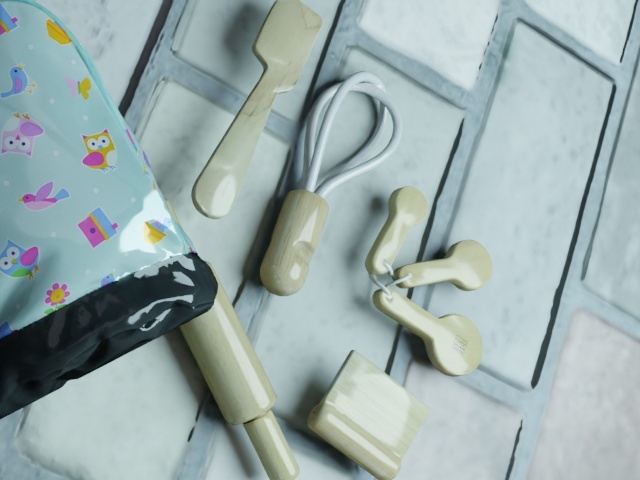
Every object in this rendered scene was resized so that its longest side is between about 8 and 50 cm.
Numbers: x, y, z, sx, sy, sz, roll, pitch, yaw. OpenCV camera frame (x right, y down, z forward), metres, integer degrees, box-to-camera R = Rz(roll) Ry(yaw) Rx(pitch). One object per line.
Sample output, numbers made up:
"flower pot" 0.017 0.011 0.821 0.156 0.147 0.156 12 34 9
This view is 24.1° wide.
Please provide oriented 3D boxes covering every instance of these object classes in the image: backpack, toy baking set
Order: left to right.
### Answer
"backpack" -0.139 -0.023 0.693 0.152 0.115 0.182 -26 89 -24
"toy baking set" -0.004 0.004 0.825 0.197 0.030 0.256 -34 98 -34
